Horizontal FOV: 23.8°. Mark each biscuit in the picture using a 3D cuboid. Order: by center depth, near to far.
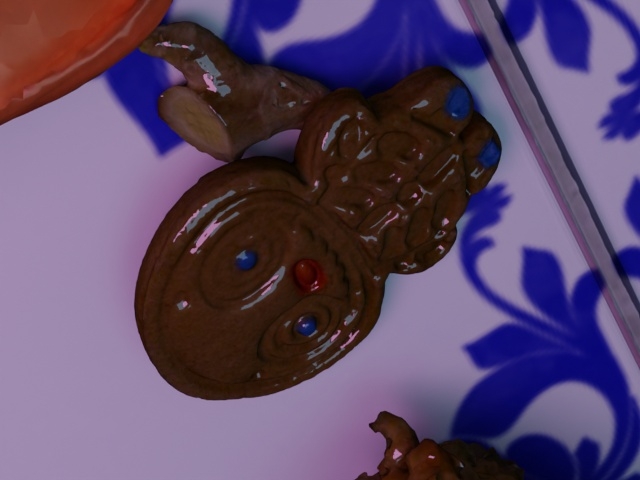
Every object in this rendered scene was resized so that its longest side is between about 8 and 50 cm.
[{"bbox_3d":[0.000,0.000,0.632,0.175,0.026,0.124,-41,136,1],"label":"biscuit"}]

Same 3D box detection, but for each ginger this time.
[{"bbox_3d":[-0.033,-0.052,0.610,0.097,0.030,0.048,23,107,-29],"label":"ginger"}]

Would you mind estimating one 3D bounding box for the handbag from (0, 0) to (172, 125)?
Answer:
[{"bbox_3d":[-0.227,-0.170,0.363,0.303,0.116,0.410,-31,129,-13],"label":"handbag"}]

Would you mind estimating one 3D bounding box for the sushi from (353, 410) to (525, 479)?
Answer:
[{"bbox_3d":[0.140,0.245,0.675,0.348,0.234,0.207,28,100,-16],"label":"sushi"}]
